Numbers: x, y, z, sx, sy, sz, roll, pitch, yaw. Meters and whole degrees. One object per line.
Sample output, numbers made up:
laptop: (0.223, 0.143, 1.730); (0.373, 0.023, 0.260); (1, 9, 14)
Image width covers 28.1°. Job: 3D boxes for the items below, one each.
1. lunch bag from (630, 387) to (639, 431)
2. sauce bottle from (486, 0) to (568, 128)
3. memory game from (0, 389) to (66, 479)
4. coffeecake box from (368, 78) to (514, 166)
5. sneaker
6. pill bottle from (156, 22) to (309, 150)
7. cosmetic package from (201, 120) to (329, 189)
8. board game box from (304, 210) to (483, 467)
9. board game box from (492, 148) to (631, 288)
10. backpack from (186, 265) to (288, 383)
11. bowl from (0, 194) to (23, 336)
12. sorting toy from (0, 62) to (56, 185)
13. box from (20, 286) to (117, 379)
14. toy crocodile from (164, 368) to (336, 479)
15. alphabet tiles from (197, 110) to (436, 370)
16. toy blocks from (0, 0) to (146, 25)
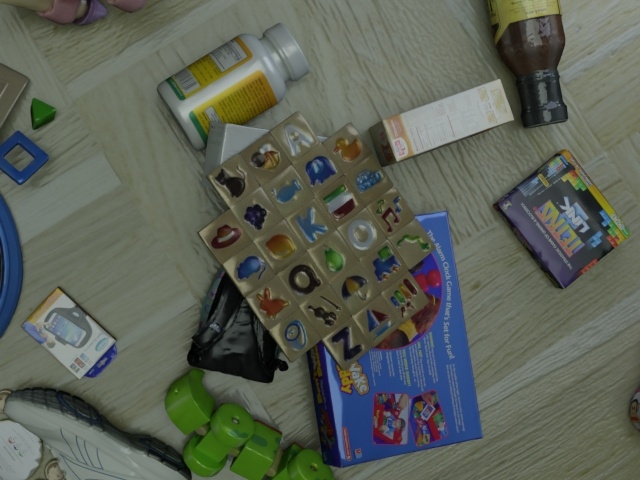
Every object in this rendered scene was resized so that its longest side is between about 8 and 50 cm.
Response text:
lunch bag: (0.633, 0.226, 1.992); (0.258, 0.120, 0.293); (41, 85, -2)
sauce bottle: (0.311, -0.344, 1.944); (0.111, 0.111, 0.344); (-10, 90, -7)
memory game: (-0.463, 0.316, 1.910); (0.186, 0.012, 0.186); (0, 91, -7)
coffeecake box: (0.177, -0.174, 1.915); (0.185, 0.142, 0.068); (-20, 92, -6)
sneaker: (-0.338, 0.318, 1.873); (0.297, 0.111, 0.129); (32, 94, -11)
pill bottle: (-0.126, -0.233, 1.891); (0.208, 0.117, 0.117); (-33, 94, -5)
cosmetic package: (-0.053, -0.112, 1.881); (0.239, 0.060, 0.099); (6, 94, -32)
board game box: (0.098, 0.143, 1.903); (0.233, 0.078, 0.347); (-7, 87, -21)
board game box: (0.375, -0.033, 1.988); (0.141, 0.048, 0.170); (-39, 95, -6)
backpack: (-0.117, 0.108, 1.898); (0.152, 0.115, 0.182); (14, 88, -18)
bowl: (-0.634, 0.038, 1.855); (0.391, 0.077, 0.391); (0, 91, -7)
sorting toy: (-0.549, -0.202, 1.859); (0.347, 0.047, 0.196); (28, 61, -6)
box: (-0.370, 0.144, 1.912); (0.136, 0.028, 0.081); (43, 86, -4)
toy crocodile: (-0.088, 0.321, 1.915); (0.340, 0.105, 0.115); (34, 126, -8)
alphabet tiles: (0.000, 0.000, 1.832); (0.285, 0.011, 0.342); (-38, 98, -19)
toy blocks: (-0.278, -0.463, 1.810); (0.260, 0.309, 0.289); (5, 80, -49)
